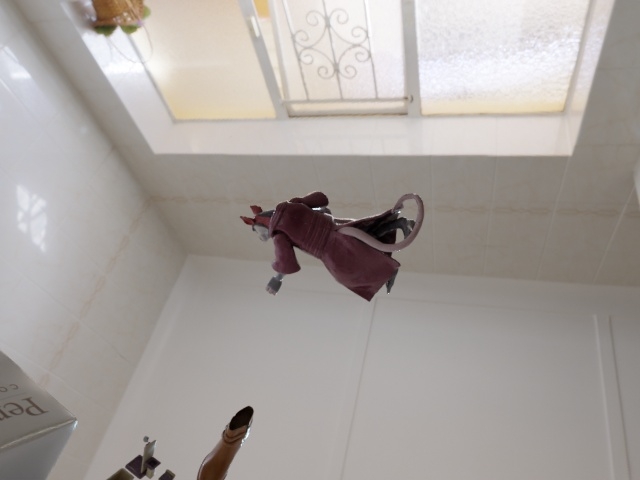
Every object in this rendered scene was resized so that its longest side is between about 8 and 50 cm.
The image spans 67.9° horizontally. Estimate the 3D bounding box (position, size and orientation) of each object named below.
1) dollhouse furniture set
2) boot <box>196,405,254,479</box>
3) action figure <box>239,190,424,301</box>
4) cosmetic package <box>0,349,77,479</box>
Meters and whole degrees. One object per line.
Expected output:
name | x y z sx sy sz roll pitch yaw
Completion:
dollhouse furniture set | -0.322 0.404 0.826 0.091 0.081 0.114 25 -156 21
boot | -0.239 0.519 1.200 0.073 0.152 0.197 28 -141 5
action figure | 0.000 0.000 1.030 0.371 0.275 0.247 18 -109 -1
cosmetic package | -0.537 0.221 0.427 0.394 0.329 0.327 33 -83 15
